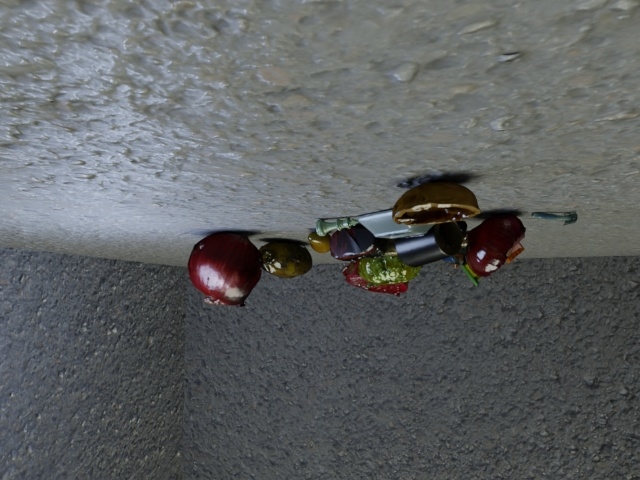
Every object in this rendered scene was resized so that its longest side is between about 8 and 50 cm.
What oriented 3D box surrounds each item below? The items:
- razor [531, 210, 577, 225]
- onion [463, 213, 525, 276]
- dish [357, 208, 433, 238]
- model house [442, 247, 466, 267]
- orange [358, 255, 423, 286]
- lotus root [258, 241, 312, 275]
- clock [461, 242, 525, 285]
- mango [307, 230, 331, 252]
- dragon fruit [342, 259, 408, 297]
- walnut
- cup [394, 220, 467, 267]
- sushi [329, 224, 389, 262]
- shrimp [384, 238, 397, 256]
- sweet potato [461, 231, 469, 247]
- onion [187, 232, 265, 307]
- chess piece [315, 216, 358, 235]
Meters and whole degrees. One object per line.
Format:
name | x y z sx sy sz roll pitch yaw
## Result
razor | 0.760 -0.077 1.472 0.134 0.040 0.068 5 172 -2
onion | 0.583 0.009 1.508 0.248 0.161 0.248 -35 171 -6
dish | 0.262 -0.051 1.467 0.181 0.080 0.243 5 170 -37
model house | 0.611 0.055 2.057 0.148 0.149 0.119 6 172 -30
orange | 0.316 0.091 2.060 0.299 0.224 0.301 -11 169 1
lotus root | -0.165 0.099 2.231 0.195 0.180 0.397 -1 172 25
clock | 0.775 0.072 2.016 0.255 0.106 0.219 -39 171 19
mango | 0.000 0.000 1.860 0.102 0.085 0.184 2 164 13
dragon fruit | 0.332 0.159 2.542 0.370 0.249 0.386 23 158 -31
walnut | 0.275 -0.094 1.070 0.211 0.087 0.167 -8 163 34
cup | 0.397 -0.027 1.583 0.166 0.239 0.177 47 147 -16
sushi | 0.150 0.006 1.709 0.225 0.137 0.126 -14 170 35
shrimp | 0.283 0.007 1.782 0.316 0.077 0.168 -6 -157 23
sweet potato | 0.557 0.002 1.928 0.243 0.077 0.077 -4 172 22
onion | -0.401 0.109 1.886 0.340 0.342 0.341 0 173 0
chess piece | 0.060 -0.055 1.547 0.149 0.059 0.059 -11 169 23
